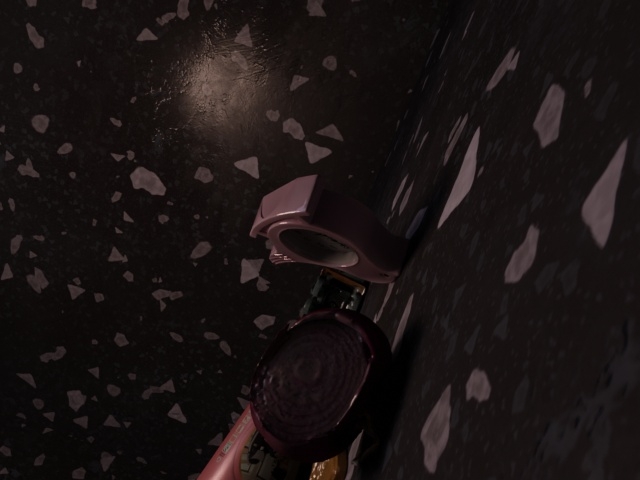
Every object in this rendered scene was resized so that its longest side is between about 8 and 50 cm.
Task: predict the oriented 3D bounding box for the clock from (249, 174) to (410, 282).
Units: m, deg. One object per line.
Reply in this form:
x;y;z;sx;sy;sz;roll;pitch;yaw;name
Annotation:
0.000;0.000;1.069;0.290;0.275;0.080;-14;51;55;clock

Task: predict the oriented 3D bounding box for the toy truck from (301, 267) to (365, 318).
0.010;0.241;1.496;0.338;0.133;0.184;-66;-9;9;toy truck

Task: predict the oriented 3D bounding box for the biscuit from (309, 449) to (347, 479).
0.009;0.386;0.926;0.250;0.035;0.162;116;171;-67;biscuit

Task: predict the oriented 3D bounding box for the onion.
0.008;0.199;0.762;0.200;0.201;0.207;112;166;-73;onion

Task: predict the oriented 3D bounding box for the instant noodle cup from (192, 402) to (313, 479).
-0.104;0.443;1.147;0.255;0.244;0.244;-60;-3;-23;instant noodle cup
